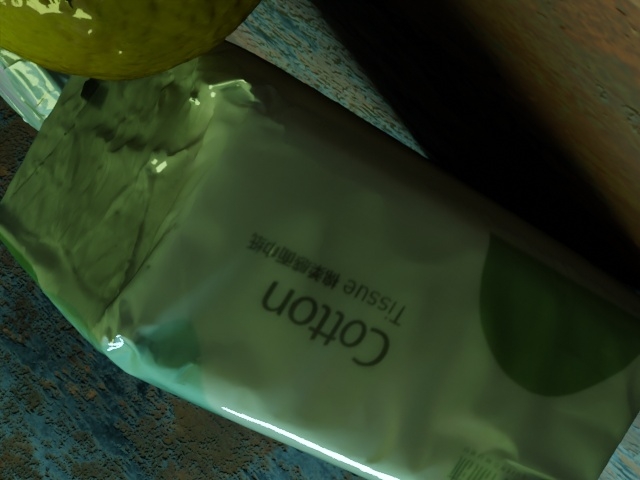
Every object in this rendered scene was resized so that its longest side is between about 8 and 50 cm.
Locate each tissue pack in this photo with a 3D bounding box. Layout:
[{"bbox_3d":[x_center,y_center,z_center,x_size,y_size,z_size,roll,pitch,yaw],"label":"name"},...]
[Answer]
[{"bbox_3d":[0.001,0.022,0.842,0.356,0.193,0.266,29,-178,-31],"label":"tissue pack"}]

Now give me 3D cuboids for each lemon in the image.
[{"bbox_3d":[-0.108,-0.173,0.667,0.188,0.188,0.257,47,174,-22],"label":"lemon"}]

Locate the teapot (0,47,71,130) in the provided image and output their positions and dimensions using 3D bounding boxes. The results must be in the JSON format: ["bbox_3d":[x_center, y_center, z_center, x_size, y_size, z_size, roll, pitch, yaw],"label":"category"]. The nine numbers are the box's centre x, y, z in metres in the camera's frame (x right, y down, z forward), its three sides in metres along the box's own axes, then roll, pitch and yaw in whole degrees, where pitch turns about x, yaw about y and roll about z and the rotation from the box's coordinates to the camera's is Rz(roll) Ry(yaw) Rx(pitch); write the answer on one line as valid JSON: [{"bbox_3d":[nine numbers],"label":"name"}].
[{"bbox_3d":[-0.176,-0.164,1.080,0.163,0.178,0.221,37,163,37],"label":"teapot"}]
